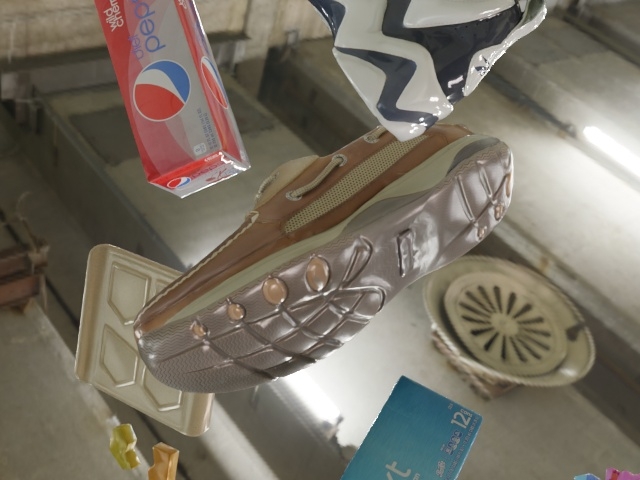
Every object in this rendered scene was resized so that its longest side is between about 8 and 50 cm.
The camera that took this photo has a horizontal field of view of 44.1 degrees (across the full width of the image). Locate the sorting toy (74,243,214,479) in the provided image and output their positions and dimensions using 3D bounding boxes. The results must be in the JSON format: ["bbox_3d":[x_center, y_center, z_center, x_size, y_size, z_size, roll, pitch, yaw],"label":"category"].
[{"bbox_3d":[-0.239,0.177,1.089,0.229,0.307,0.041,17,-166,26],"label":"sorting toy"}]

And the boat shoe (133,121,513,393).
[{"bbox_3d":[0.000,0.000,0.604,0.324,0.123,0.116,-28,-131,-24],"label":"boat shoe"}]

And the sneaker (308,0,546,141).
[{"bbox_3d":[0.050,-0.197,0.493,0.235,0.153,0.094,61,-168,18],"label":"sneaker"}]

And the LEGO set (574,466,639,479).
[{"bbox_3d":[0.391,0.392,1.056,0.087,0.093,0.227,32,-127,-16],"label":"LEGO set"}]

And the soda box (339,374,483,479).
[{"bbox_3d":[0.038,0.199,0.550,0.071,0.067,0.210,26,-132,15],"label":"soda box"}]

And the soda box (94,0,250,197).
[{"bbox_3d":[-0.165,-0.187,0.849,0.092,0.083,0.263,-23,-103,12],"label":"soda box"}]
